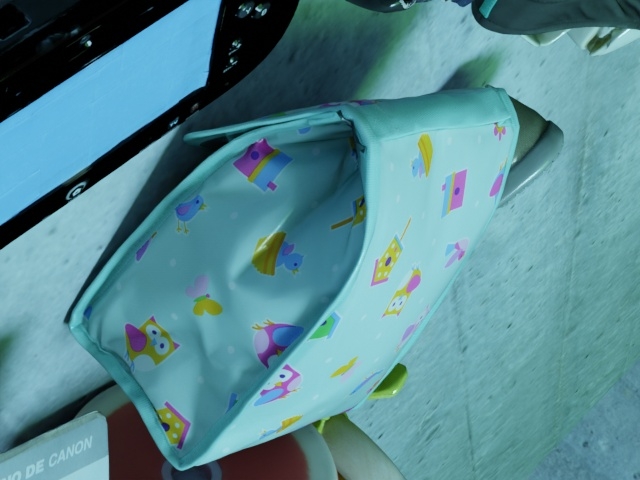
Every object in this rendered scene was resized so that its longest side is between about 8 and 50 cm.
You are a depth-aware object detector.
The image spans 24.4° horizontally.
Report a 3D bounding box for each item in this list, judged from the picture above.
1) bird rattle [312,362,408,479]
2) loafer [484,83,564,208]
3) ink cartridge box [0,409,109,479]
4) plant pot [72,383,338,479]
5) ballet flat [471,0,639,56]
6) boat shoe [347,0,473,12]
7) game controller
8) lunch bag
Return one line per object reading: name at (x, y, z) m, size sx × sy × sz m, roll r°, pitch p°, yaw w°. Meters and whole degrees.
bird rattle at (-0.001, 0.194, 1.228) m, size 0.143 × 0.207 × 0.253 m, roll -32°, pitch 158°, yaw -32°
loafer at (0.075, -0.031, 1.185) m, size 0.251 × 0.087 × 0.094 m, roll -40°, pitch -173°, yaw 8°
ink cartridge box at (-0.266, 0.248, 0.846) m, size 0.309 × 0.130 × 0.272 m, roll -22°, pitch 121°, yaw -50°
plant pot at (-0.104, 0.247, 1.081) m, size 0.275 × 0.275 × 0.243 m, roll -29°, pitch 142°, yaw -43°
ballet flat at (0.205, -0.194, 1.138) m, size 0.280 × 0.095 × 0.096 m, roll -5°, pitch 144°, yaw -48°
boat shoe at (0.126, -0.271, 0.806) m, size 0.340 × 0.127 × 0.158 m, roll -48°, pitch 170°, yaw 16°
game controller at (-0.124, -0.065, 0.716) m, size 0.319 × 0.067 × 0.166 m, roll -38°, pitch 157°, yaw -25°
lunch bag at (0.000, 0.000, 0.960) m, size 0.262 × 0.160 × 0.223 m, roll -52°, pitch 160°, yaw 26°
